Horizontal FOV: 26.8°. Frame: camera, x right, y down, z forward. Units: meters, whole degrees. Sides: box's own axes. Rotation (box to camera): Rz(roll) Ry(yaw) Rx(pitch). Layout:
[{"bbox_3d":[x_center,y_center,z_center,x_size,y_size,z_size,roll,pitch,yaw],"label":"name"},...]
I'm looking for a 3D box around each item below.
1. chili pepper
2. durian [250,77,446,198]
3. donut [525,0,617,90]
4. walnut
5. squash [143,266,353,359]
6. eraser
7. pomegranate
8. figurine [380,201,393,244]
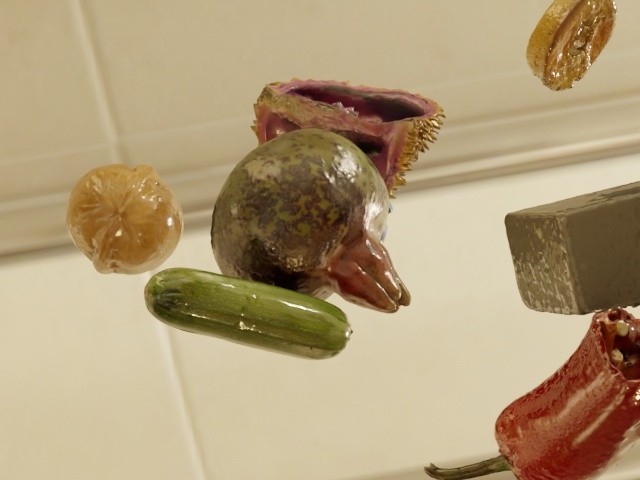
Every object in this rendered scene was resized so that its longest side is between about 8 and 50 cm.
[{"bbox_3d":[0.275,0.228,1.551,0.338,0.131,0.135,-53,-141,35],"label":"chili pepper"},{"bbox_3d":[0.036,-0.126,1.751,0.260,0.153,0.187,31,-66,31],"label":"durian"},{"bbox_3d":[0.392,-0.326,2.130,0.065,0.178,0.162,37,-15,32],"label":"donut"},{"bbox_3d":[-0.264,-0.029,1.808,0.206,0.159,0.159,140,-60,-82],"label":"walnut"},{"bbox_3d":[-0.071,0.076,1.395,0.069,0.238,0.069,-42,-140,49],"label":"squash"},{"bbox_3d":[0.366,-0.011,1.333,0.077,0.352,0.111,-76,152,-79],"label":"eraser"},{"bbox_3d":[0.000,0.000,1.482,0.248,0.214,0.214,43,-17,20],"label":"pomegranate"},{"bbox_3d":[0.004,-0.014,2.160,0.154,0.262,0.180,40,24,-40],"label":"figurine"}]
